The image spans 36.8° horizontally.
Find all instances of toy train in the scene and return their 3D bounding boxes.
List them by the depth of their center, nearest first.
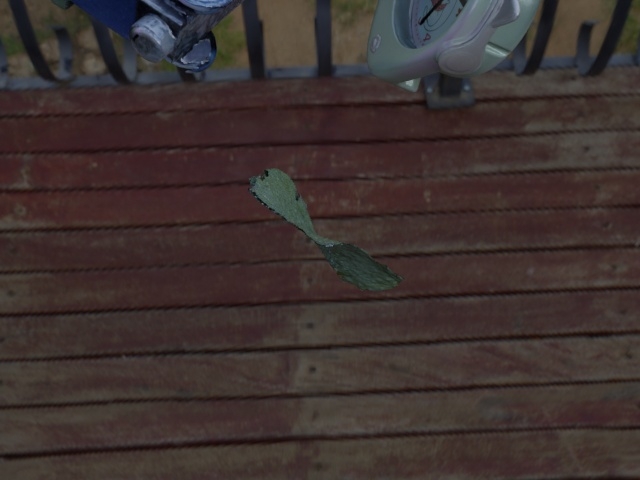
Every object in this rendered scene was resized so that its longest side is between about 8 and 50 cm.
[{"bbox_3d":[-0.139,-0.322,1.038,0.202,0.131,0.300,35,55,6],"label":"toy train"}]

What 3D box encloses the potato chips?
[{"bbox_3d":[0.006,-0.005,1.267,0.228,0.167,0.059,42,89,10],"label":"potato chips"}]

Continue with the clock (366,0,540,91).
[{"bbox_3d":[0.199,-0.345,1.340,0.108,0.324,0.265,19,87,-28],"label":"clock"}]
